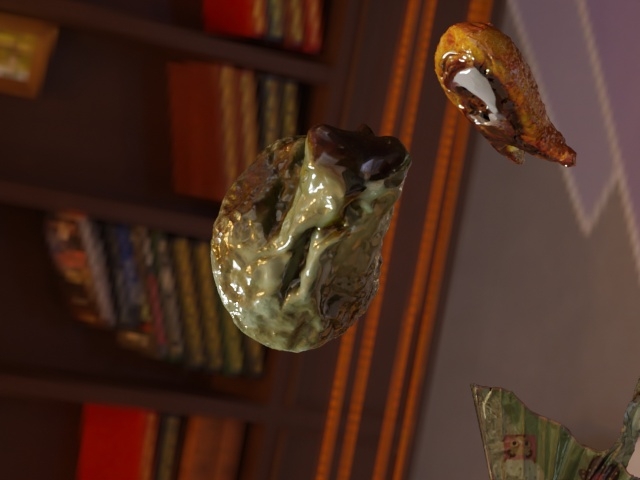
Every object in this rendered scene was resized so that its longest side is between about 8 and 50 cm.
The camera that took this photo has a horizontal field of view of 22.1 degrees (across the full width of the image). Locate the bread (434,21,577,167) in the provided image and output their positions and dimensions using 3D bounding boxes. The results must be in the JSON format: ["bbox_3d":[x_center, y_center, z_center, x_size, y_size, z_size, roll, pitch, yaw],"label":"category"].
[{"bbox_3d":[0.242,-0.195,2.191,0.139,0.095,0.269,13,157,46],"label":"bread"}]

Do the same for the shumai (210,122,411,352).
[{"bbox_3d":[0.000,0.000,1.897,0.222,0.271,0.204,-4,-175,-23],"label":"shumai"}]

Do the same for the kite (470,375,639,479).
[{"bbox_3d":[0.271,0.258,1.661,0.323,0.267,0.013,33,173,-3],"label":"kite"}]
